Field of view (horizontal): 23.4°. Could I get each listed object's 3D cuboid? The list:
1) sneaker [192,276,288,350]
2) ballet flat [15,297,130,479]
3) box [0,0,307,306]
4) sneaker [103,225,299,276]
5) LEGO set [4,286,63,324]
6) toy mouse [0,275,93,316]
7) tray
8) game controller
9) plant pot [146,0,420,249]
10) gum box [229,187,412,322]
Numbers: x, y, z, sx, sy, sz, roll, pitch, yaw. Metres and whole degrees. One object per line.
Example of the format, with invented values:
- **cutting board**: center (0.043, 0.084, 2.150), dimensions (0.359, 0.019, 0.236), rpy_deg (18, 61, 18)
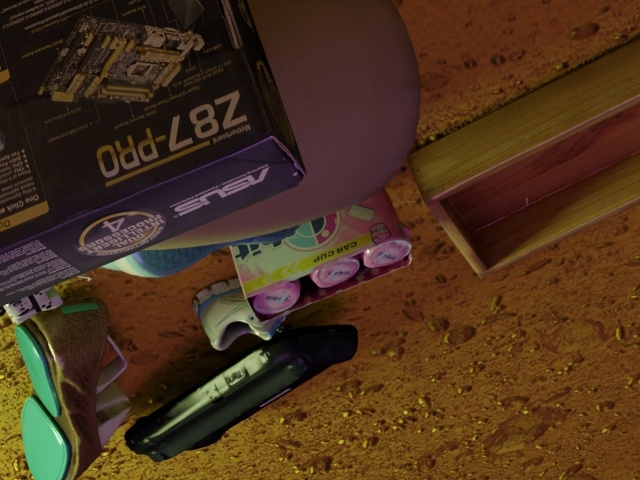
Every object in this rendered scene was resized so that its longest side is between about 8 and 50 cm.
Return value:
- **sneaker**: center (-0.051, 0.070, 1.775), dimensions (0.191, 0.083, 0.071), rpy_deg (-28, 144, 11)
- **ballet flat**: center (-0.284, 0.177, 1.812), dimensions (0.124, 0.116, 0.342), rpy_deg (-26, 147, -25)
- **box**: center (-0.243, -0.118, 1.097), dimensions (0.395, 0.318, 0.097), rpy_deg (-23, 156, 7)
- **sneaker**: center (-0.160, -0.049, 1.538), dimensions (0.208, 0.127, 0.319), rpy_deg (3, -169, 33)
- **LEGO set**: center (-0.336, 0.003, 1.503), dimensions (0.093, 0.087, 0.227), rpy_deg (-31, 151, -11)
- **toy mouse**: center (-0.347, 0.040, 1.630), dimensions (0.143, 0.031, 0.161), rpy_deg (-34, 144, 20)
- **tray**: center (0.319, -0.115, 1.705), dimensions (0.411, 0.076, 0.203), rpy_deg (-26, 146, 11)
- **game controller**: center (-0.097, 0.184, 1.903), dimensions (0.319, 0.067, 0.166), rpy_deg (-34, 168, 34)
- **plant pot**: center (-0.095, -0.099, 1.255), dimensions (0.274, 0.256, 0.256), rpy_deg (-34, 167, -51)
- **gum box**: center (0.000, 0.000, 1.677), dimensions (0.188, 0.107, 0.062), rpy_deg (-22, 146, 4)
